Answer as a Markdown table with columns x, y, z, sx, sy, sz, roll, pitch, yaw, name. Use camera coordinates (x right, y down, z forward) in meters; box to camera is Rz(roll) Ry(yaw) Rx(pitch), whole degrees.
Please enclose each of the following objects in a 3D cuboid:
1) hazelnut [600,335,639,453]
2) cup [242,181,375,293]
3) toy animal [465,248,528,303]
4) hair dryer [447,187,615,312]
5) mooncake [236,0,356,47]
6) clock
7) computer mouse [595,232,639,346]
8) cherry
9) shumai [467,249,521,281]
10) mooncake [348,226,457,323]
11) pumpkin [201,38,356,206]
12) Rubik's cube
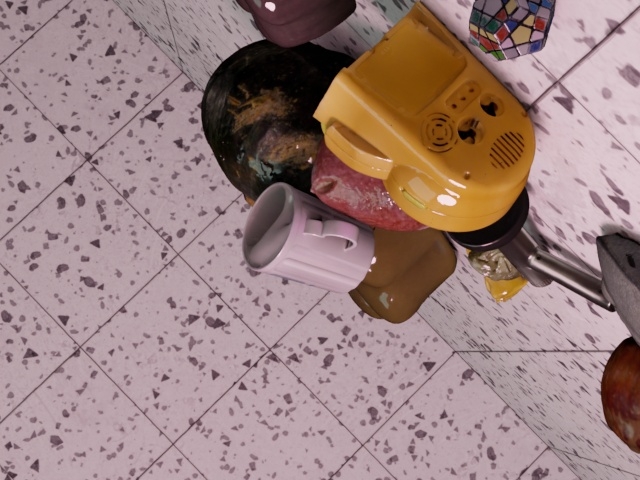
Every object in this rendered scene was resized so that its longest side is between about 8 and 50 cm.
| x | y | z | sx | sy | sz | roll | pitch | yaw | name |
| --- | --- | --- | --- | --- | --- | --- | --- | --- | --- |
| 0.573 | 0.259 | 1.687 | 0.218 | 0.218 | 0.234 | 47 | 175 | -10 | hazelnut |
| -0.008 | 0.012 | 1.814 | 0.202 | 0.167 | 0.221 | 20 | -167 | -32 | cup |
| 0.390 | 0.059 | 2.248 | 0.159 | 0.083 | 0.070 | 55 | -156 | 20 | toy animal |
| 0.419 | 0.011 | 1.793 | 0.284 | 0.156 | 0.320 | 8 | 160 | 46 | hair dryer |
| -0.085 | -0.451 | 1.593 | 0.306 | 0.154 | 0.306 | 54 | 180 | 0 | mooncake |
| 0.175 | -0.165 | 1.506 | 0.317 | 0.244 | 0.200 | 42 | 157 | 9 | clock |
| 0.535 | 0.125 | 1.513 | 0.374 | 0.114 | 0.203 | 40 | 172 | 46 | computer mouse |
| 0.129 | -0.139 | 1.729 | 0.221 | 0.307 | 0.261 | -20 | -91 | -83 | cherry |
| 0.374 | 0.021 | 2.061 | 0.099 | 0.123 | 0.087 | -115 | 34 | -41 | shumai |
| 0.122 | -0.010 | 2.597 | 0.467 | 0.262 | 0.467 | 47 | 172 | 9 | mooncake |
| -0.033 | -0.204 | 2.025 | 0.454 | 0.344 | 0.454 | 35 | 174 | 5 | pumpkin |
| 0.228 | -0.266 | 1.186 | 0.111 | 0.111 | 0.093 | 46 | 146 | 3 | Rubik's cube |
